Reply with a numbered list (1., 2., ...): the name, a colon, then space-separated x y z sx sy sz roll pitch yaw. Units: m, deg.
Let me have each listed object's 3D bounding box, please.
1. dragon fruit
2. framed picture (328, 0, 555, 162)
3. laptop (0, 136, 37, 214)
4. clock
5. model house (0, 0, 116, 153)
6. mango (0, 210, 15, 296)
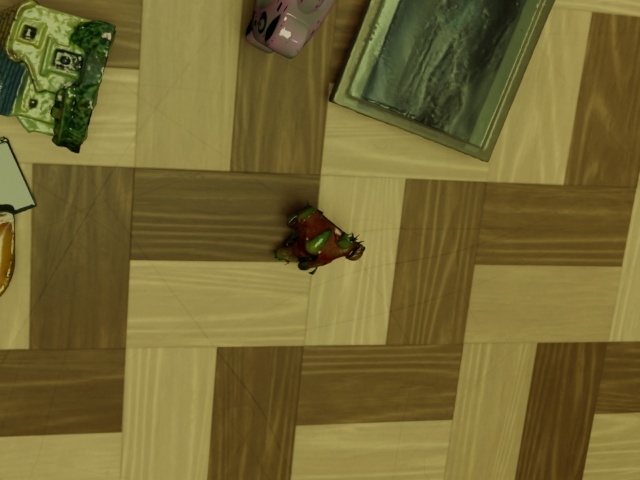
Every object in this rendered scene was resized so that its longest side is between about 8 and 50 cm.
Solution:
1. dragon fruit: 0.000 0.000 1.686 0.138 0.142 0.175 47 118 -3
2. framed picture: 0.241 -0.395 1.660 0.326 0.028 0.446 18 99 -18
3. laptop: -0.576 -0.081 1.557 0.180 0.016 0.129 -22 111 -9
4. clock: -0.030 -0.413 1.504 0.090 0.227 0.247 25 96 -22
5. model house: -0.431 -0.257 1.462 0.189 0.195 0.214 17 98 -12
6. mango: -0.556 0.033 1.568 0.101 0.066 0.187 19 100 -18
